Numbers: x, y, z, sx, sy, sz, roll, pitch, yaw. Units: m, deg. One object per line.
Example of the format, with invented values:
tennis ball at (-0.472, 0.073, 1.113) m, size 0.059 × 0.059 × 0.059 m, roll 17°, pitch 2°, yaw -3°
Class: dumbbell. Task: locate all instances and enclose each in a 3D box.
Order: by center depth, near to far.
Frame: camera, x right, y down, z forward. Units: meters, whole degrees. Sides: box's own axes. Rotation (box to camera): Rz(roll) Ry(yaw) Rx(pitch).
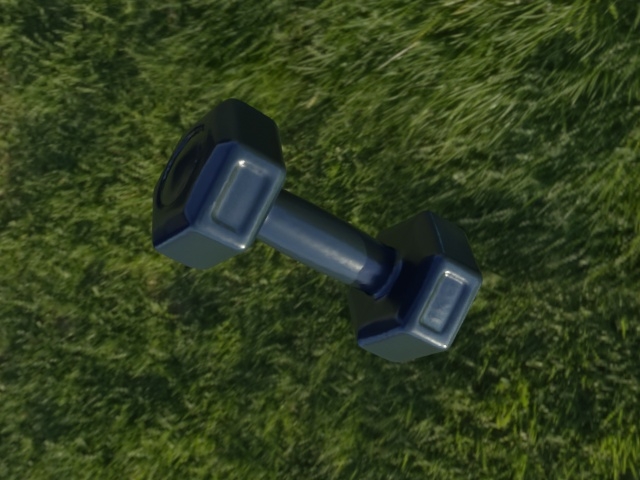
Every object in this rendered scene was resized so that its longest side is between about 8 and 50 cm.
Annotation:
dumbbell at (0.000, 0.000, 0.875) m, size 0.324 × 0.144 × 0.160 m, roll 26°, pitch 148°, yaw -26°
